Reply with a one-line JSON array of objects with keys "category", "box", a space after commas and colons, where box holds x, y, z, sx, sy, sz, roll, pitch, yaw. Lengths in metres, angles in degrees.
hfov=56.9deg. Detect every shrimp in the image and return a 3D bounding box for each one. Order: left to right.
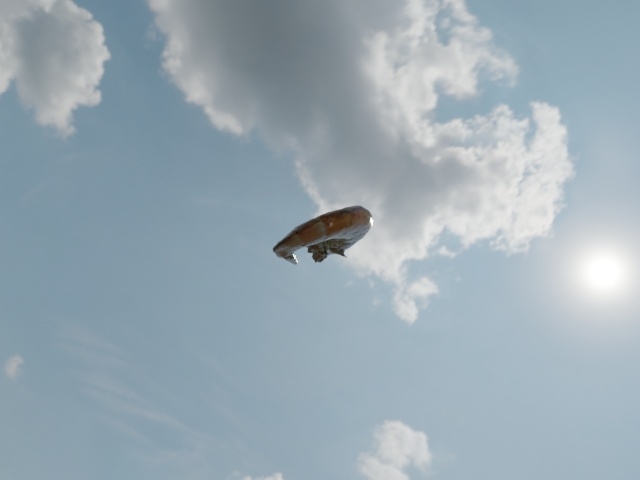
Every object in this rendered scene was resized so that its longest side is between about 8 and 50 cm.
[{"category": "shrimp", "box": [0.000, 0.000, 0.893, 0.248, 0.150, 0.068, 107, -33, -77]}]
